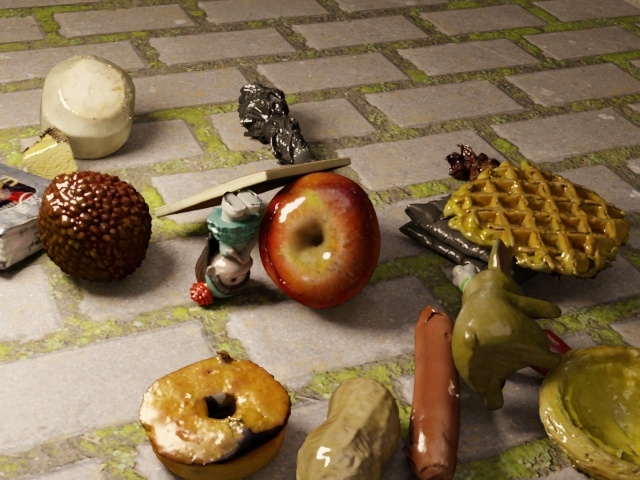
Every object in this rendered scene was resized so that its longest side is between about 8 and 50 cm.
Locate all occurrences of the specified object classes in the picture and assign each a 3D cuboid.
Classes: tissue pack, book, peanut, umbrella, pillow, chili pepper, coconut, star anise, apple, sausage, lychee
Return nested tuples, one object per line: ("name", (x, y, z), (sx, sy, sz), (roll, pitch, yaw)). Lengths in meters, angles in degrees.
("tissue pack", (-0.742, -0.074, 2.010), (0.361, 0.122, 0.259), (18, 33, 21))
("book", (-0.151, -0.115, 1.993), (0.374, 0.028, 0.263), (-15, -1, 43))
("peanut", (0.051, 0.336, 1.506), (0.149, 0.149, 0.313), (15, 36, 14))
("umbrella", (-0.122, -0.278, 2.400), (0.128, 0.154, 0.336), (14, 41, -47))
("pillow", (0.368, -0.008, 2.079), (0.228, 0.101, 0.326), (-23, 45, -37))
("chili pepper", (0.431, 0.214, 1.772), (0.084, 0.086, 0.192), (-46, 61, -7))
("coconut", (-0.585, -0.332, 2.304), (0.245, 0.247, 0.245), (6, 73, -19))
("star anise", (0.398, -0.190, 2.386), (0.168, 0.057, 0.168), (5, 43, -5))
("apple", (0.000, 0.000, 1.874), (0.252, 0.271, 0.206), (-19, -1, 6))
("sausage", (0.206, 0.270, 1.654), (0.094, 0.094, 0.419), (16, 35, -2))
("lychee", (-0.465, -0.031, 1.880), (0.236, 0.271, 0.235), (-6, 70, 17))

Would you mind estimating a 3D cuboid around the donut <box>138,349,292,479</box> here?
("donut", (-0.175, 0.299, 1.544), (0.254, 0.118, 0.253), (6, 33, -4))

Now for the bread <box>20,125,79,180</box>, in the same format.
("bread", (-0.630, -0.181, 2.165), (0.127, 0.147, 0.152), (-17, 32, -10))

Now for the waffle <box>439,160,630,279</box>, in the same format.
("waffle", (0.480, -0.048, 2.009), (0.380, 0.095, 0.382), (30, 40, 26))

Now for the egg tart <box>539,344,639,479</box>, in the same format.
("egg tart", (0.538, 0.324, 1.584), (0.345, 0.132, 0.345), (3, 35, -2))

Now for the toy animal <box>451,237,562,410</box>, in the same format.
("toy animal", (0.340, 0.142, 1.725), (0.180, 0.181, 0.363), (37, 30, -6))

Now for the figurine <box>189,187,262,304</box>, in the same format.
("figurine", (-0.191, 0.012, 1.850), (0.138, 0.245, 0.110), (-14, 44, -38))
